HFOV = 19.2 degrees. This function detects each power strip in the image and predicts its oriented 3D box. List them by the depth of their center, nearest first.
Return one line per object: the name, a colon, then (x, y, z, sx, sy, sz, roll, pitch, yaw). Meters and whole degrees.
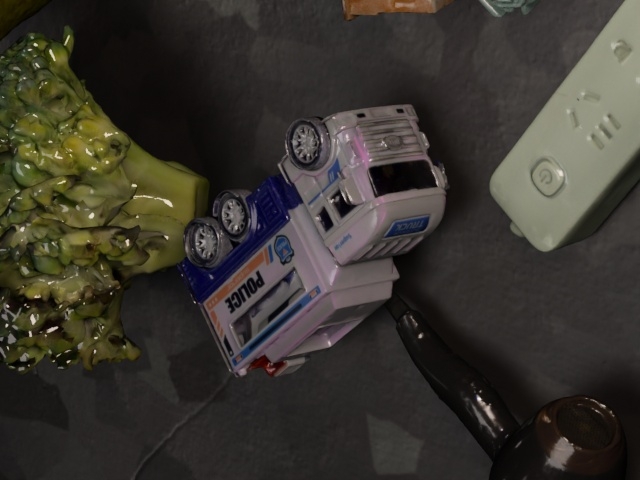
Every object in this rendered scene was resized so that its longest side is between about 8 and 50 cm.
power strip: (0.248, -0.124, 1.468, 0.091, 0.062, 0.385, 51, 133, 17)

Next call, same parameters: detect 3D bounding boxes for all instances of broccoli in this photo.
broccoli: (-0.265, -0.036, 1.815, 0.272, 0.324, 0.334, 2, 84, 22)

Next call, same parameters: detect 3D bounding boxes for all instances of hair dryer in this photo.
hair dryer: (0.126, 0.161, 1.709, 0.359, 0.120, 0.304, 53, 150, 26)

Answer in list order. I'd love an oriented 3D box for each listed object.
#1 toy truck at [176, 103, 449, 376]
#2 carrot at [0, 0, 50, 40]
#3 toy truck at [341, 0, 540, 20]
toy truck: (0.000, 0.000, 1.687, 0.268, 0.124, 0.155, -42, 67, 44)
carrot: (-0.346, -0.309, 1.793, 0.241, 0.341, 0.241, 33, 152, 20)
toy truck: (0.092, -0.345, 1.467, 0.184, 0.133, 0.338, 8, 117, 29)
